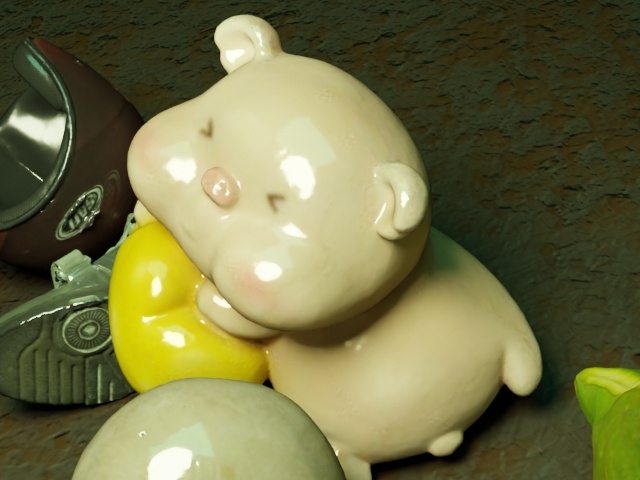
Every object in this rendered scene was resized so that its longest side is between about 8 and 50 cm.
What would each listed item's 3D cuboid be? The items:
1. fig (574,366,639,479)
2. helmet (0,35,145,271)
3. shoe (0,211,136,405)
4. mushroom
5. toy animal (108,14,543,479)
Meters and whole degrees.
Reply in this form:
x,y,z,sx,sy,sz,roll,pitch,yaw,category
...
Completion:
x,y,z,sx,sy,sz,roll,pitch,yaw,category
0.251,0.156,1.030,0.206,0.206,0.275,-23,22,-12,fig
-0.248,-0.070,1.396,0.189,0.193,0.216,-49,25,8,helmet
-0.158,0.037,1.320,0.293,0.109,0.149,-16,41,-15,shoe
-0.081,0.194,1.078,0.204,0.204,0.204,-8,40,6,mushroom
-0.015,0.014,1.134,0.277,0.247,0.345,-31,73,-23,toy animal
